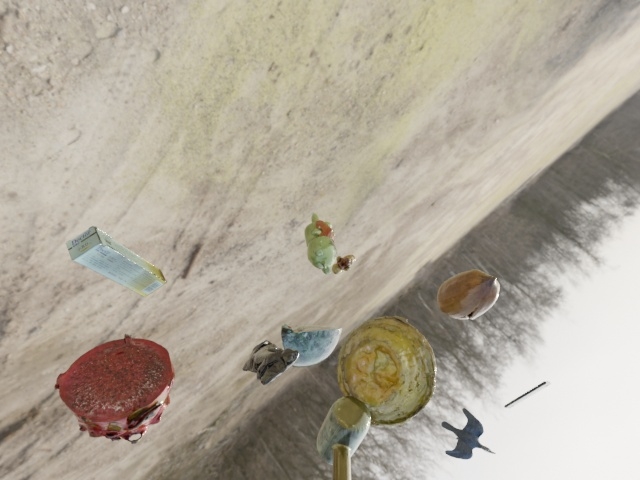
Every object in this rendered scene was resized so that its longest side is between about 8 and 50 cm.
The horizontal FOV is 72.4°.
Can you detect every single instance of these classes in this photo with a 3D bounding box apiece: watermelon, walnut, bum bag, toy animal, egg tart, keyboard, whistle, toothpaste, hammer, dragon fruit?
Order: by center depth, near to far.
[{"bbox_3d":[0.051,0.554,1.069,0.305,0.113,0.202,-82,-173,-57],"label":"hammer"},{"bbox_3d":[-0.541,0.068,1.191,0.089,0.071,0.313,-33,154,-3],"label":"toothpaste"},{"bbox_3d":[0.167,0.360,1.223,0.315,0.315,0.120,-45,150,12],"label":"egg tart"},{"bbox_3d":[-0.173,0.409,1.470,0.144,0.095,0.340,-45,-167,-22],"label":"bum bag"},{"bbox_3d":[-0.707,0.542,1.553,0.386,0.371,0.249,1,122,-6],"label":"dragon fruit"},{"bbox_3d":[0.739,0.552,1.563,0.055,0.014,0.176,20,124,-45],"label":"keyboard"},{"bbox_3d":[0.000,0.000,1.563,0.106,0.288,0.131,-17,129,7],"label":"whistle"},{"bbox_3d":[0.639,0.226,1.869,0.209,0.209,0.336,-34,168,-31],"label":"walnut"},{"bbox_3d":[-0.046,0.442,2.035,0.289,0.214,0.320,-26,125,1],"label":"watermelon"},{"bbox_3d":[0.726,0.967,2.152,0.239,0.255,0.176,-61,170,-19],"label":"toy animal"}]

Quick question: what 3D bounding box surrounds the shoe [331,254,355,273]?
[{"bbox_3d":[0.094,0.098,1.849,0.109,0.072,0.069,-21,176,23],"label":"shoe"}]
